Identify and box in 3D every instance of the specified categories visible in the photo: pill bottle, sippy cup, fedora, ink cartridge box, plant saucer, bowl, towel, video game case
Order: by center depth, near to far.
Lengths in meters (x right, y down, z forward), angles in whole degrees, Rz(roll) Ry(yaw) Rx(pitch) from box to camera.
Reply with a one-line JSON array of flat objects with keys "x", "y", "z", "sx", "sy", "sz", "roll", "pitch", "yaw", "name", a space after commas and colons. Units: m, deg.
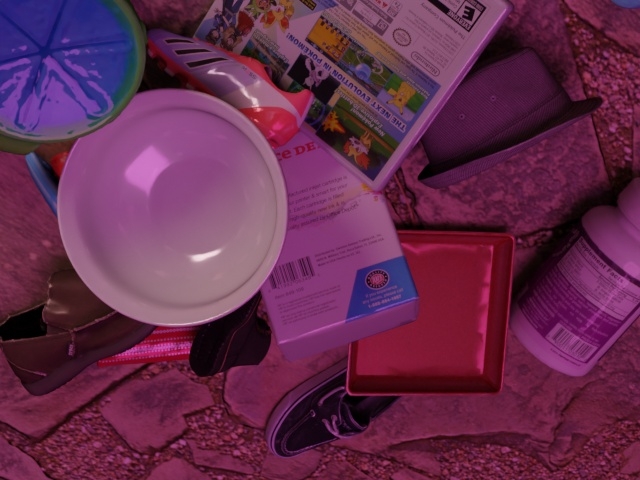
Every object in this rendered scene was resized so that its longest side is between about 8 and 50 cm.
[{"x": -0.338, "y": -0.273, "z": 1.693, "sx": 0.305, "sy": 0.224, "sz": 0.240, "roll": -32, "pitch": 127, "yaw": 10, "name": "sippy cup"}, {"x": -0.170, "y": -0.044, "z": 1.764, "sx": 0.298, "sy": 0.134, "sz": 0.297, "roll": 1, "pitch": 94, "yaw": 12, "name": "bowl"}, {"x": 0.033, "y": -0.277, "z": 1.776, "sx": 0.329, "sy": 0.036, "sz": 0.300, "roll": 40, "pitch": 114, "yaw": 10, "name": "video game case"}, {"x": 0.000, "y": 0.000, "z": 1.910, "sx": 0.198, "sy": 0.270, "sz": 0.197, "roll": -18, "pitch": 167, "yaw": -1, "name": "ink cartridge box"}, {"x": 0.239, "y": -0.184, "z": 1.934, "sx": 0.275, "sy": 0.243, "sz": 0.124, "roll": -27, "pitch": 98, "yaw": 17, "name": "fedora"}, {"x": -0.243, "y": 0.078, "z": 2.090, "sx": 0.199, "sy": 0.031, "sz": 0.274, "roll": -3, "pitch": 126, "yaw": -11, "name": "towel"}, {"x": 0.165, "y": 0.110, "z": 2.152, "sx": 0.259, "sy": 0.048, "sz": 0.259, "roll": 2, "pitch": 97, "yaw": -15, "name": "plant saucer"}, {"x": 0.439, "y": 0.053, "z": 2.157, "sx": 0.169, "sy": 0.169, "sz": 0.301, "roll": 25, "pitch": 116, "yaw": -28, "name": "pill bottle"}]

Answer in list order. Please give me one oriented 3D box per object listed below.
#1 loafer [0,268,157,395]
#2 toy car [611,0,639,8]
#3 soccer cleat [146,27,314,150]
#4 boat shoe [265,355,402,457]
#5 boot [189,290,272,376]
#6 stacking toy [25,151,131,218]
[{"x": -0.336, "y": 0.100, "z": 1.991, "sx": 0.366, "sy": 0.133, "sz": 0.130, "roll": -35, "pitch": 116, "yaw": 26, "name": "loafer"}, {"x": 0.355, "y": -0.441, "z": 1.797, "sx": 0.238, "sy": 0.219, "sz": 0.210, "roll": 24, "pitch": 120, "yaw": 5, "name": "toy car"}, {"x": -0.121, "y": -0.213, "z": 1.805, "sx": 0.095, "sy": 0.248, "sz": 0.083, "roll": -51, "pitch": 162, "yaw": -5, "name": "soccer cleat"}, {"x": 0.038, "y": 0.272, "z": 2.253, "sx": 0.301, "sy": 0.102, "sz": 0.108, "roll": -36, "pitch": 125, "yaw": 12, "name": "boat shoe"}, {"x": -0.108, "y": 0.116, "z": 2.119, "sx": 0.137, "sy": 0.077, "sz": 0.198, "roll": -2, "pitch": 132, "yaw": -50, "name": "boot"}, {"x": -0.233, "y": -0.125, "z": 1.892, "sx": 0.302, "sy": 0.166, "sz": 0.175, "roll": -42, "pitch": 132, "yaw": 0, "name": "stacking toy"}]
